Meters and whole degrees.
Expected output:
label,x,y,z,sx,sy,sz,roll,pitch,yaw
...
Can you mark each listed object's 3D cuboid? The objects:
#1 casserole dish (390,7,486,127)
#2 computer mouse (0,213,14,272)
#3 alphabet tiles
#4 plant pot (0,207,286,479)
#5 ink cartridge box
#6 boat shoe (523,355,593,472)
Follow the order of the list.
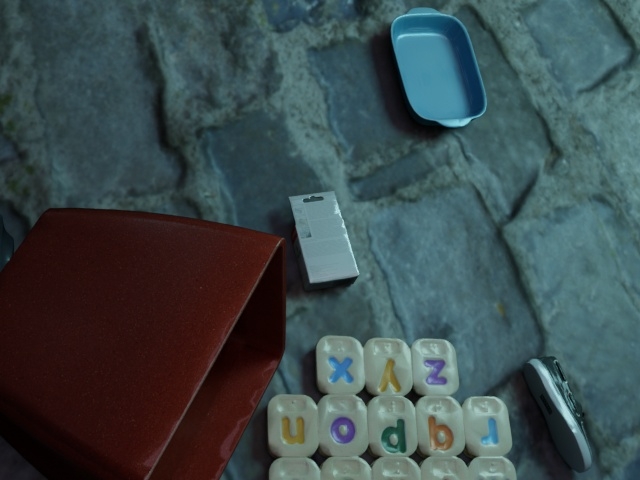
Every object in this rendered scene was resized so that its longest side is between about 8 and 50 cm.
label,x,y,z,sx,sy,sz,roll,pitch,yaw
casserole dish,0.152,-0.225,1.340,0.114,0.037,0.188,-5,68,-17
computer mouse,-0.381,-0.046,1.113,0.071,0.041,0.242,-4,66,-16
alphabet tiles,0.080,0.241,1.111,0.284,0.021,0.278,3,65,-14
plant pot,-0.195,0.118,0.976,0.236,0.267,0.267,23,61,11
ink cartridge box,0.000,0.000,1.198,0.063,0.029,0.115,-8,67,-18
boat shoe,0.286,0.199,1.170,0.040,0.049,0.142,-15,68,-21
